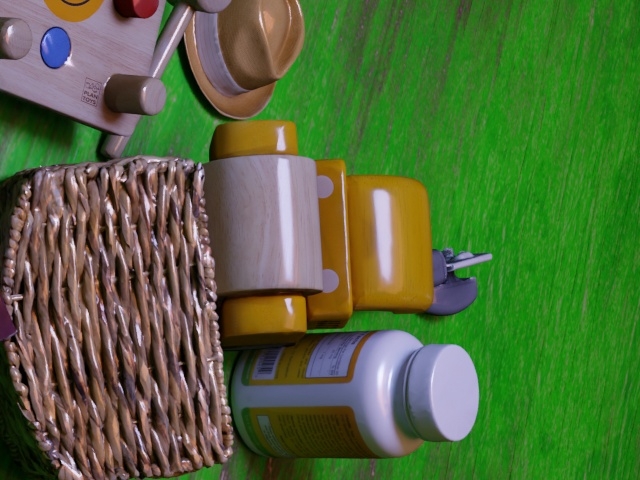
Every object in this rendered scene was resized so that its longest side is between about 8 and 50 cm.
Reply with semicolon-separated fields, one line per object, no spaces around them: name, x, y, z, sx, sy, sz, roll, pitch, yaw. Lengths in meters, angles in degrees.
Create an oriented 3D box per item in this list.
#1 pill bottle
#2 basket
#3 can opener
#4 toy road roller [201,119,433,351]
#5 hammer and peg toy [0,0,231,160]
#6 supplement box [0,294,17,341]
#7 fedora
pill bottle;0.039;0.165;2.017;0.136;0.246;0.136;9;79;-55
basket;-0.225;0.076;1.775;0.213;0.223;0.299;-7;93;-23
can opener;0.119;0.060;2.300;0.283;0.076;0.095;-15;98;-54
toy road roller;0.000;0.000;1.904;0.329;0.241;0.202;112;-25;-82
hammer and peg toy;-0.202;-0.228;1.775;0.361;0.127;0.266;22;80;-52
supplement box;-0.362;0.001;1.565;0.130;0.073;0.239;-31;114;-29
fedora;-0.072;-0.229;2.047;0.194;0.079;0.194;8;81;-55
